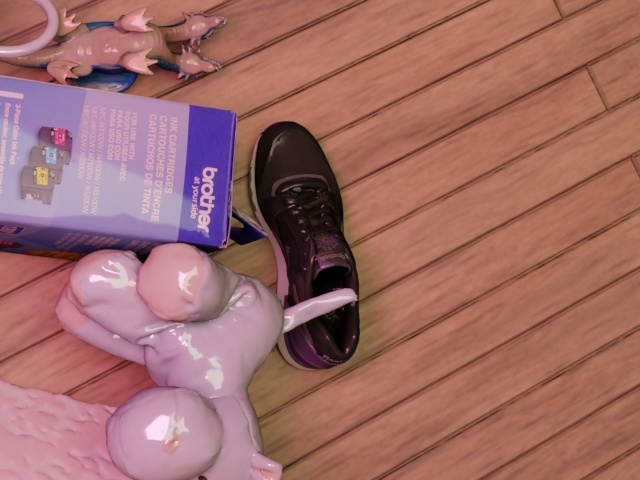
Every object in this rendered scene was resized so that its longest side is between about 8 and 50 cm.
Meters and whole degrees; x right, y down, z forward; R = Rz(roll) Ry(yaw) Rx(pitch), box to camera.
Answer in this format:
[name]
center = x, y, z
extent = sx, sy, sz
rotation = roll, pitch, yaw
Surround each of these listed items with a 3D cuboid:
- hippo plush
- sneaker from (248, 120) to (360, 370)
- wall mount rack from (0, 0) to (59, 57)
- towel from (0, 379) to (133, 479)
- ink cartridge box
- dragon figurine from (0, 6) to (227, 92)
[hippo plush]
center = -0.145, 0.149, 1.851
extent = 0.294, 0.234, 0.237
rotation = 19, 68, -48
[sneaker]
center = 0.000, 0.000, 2.019
extent = 0.107, 0.124, 0.283
rotation = -9, 86, -21
[wall mount rack]
center = -0.444, -0.253, 1.813
extent = 0.350, 0.130, 0.304
rotation = 10, 45, 0
[towel]
center = -0.211, 0.281, 1.842
extent = 0.331, 0.317, 0.053
rotation = 15, 120, -18
[ink cartridge box]
center = -0.252, -0.063, 1.861
extent = 0.395, 0.270, 0.151
rotation = 6, 83, -18
[dragon figurine]
center = -0.243, -0.203, 1.980
extent = 0.289, 0.144, 0.085
rotation = -8, 87, -1
